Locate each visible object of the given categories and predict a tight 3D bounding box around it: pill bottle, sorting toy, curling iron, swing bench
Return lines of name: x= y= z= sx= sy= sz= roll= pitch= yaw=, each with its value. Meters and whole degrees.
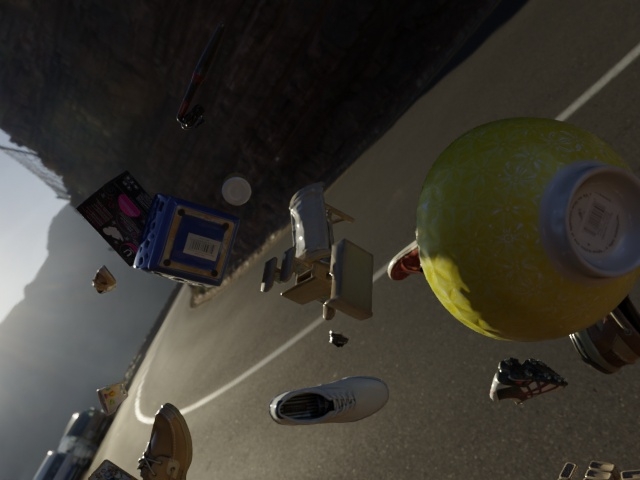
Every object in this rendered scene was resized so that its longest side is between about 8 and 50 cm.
pill bottle: x=-0.194 y=-0.122 z=1.147 sx=0.065 sy=0.065 sz=0.116 roll=-58 pitch=16 yaw=7
sorting toy: x=-0.582 y=0.435 z=1.402 sx=0.075 sy=0.083 sz=0.045 roll=-21 pitch=22 yaw=-37
curling iron: x=-0.286 y=-0.402 z=1.221 sx=0.035 sy=0.068 sz=0.273 roll=34 pitch=108 yaw=40
swing bench: x=0.000 y=0.000 z=1.548 sx=0.165 sy=0.255 sz=0.253 roll=-18 pitch=57 yaw=21

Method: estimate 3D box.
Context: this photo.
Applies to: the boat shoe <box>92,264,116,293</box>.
boat shoe: x=-0.668 y=0.128 z=1.528 sx=0.059 sy=0.063 sz=0.170 roll=-34 pitch=-10 yaw=-28

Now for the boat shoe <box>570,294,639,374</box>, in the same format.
boat shoe: x=0.507 y=0.075 z=0.911 sx=0.120 sy=0.123 sz=0.323 roll=-43 pitch=42 yaw=44

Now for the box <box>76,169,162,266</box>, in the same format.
box: x=-0.619 y=-0.072 z=1.603 sx=0.142 sy=0.247 sz=0.163 roll=-31 pitch=18 yaw=20

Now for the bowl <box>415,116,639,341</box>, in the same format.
bowl: x=0.275 y=-0.017 z=0.573 sx=0.289 sy=0.290 sz=0.156 roll=-62 pitch=12 yaw=-10

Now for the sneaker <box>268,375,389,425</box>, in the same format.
sneaker: x=0.026 y=0.339 z=1.023 sx=0.091 sy=0.259 sz=0.094 roll=135 pitch=126 yaw=-74

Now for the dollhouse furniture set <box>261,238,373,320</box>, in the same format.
dollhouse furniture set: x=0.004 y=0.125 z=1.199 sx=0.242 sy=0.212 sz=0.160 roll=-30 pitch=42 yaw=41

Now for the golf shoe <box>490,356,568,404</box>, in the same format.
golf shoe: x=0.605 y=0.416 z=1.460 sx=0.120 sy=0.273 sz=0.105 roll=-67 pitch=29 yaw=19

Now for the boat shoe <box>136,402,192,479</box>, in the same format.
boat shoe: x=-0.425 y=0.606 z=1.338 sx=0.122 sy=0.110 sz=0.340 roll=14 pitch=107 yaw=37

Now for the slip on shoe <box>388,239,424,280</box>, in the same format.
slip on shoe: x=0.315 y=0.067 z=1.575 sx=0.101 sy=0.123 sz=0.331 roll=66 pitch=151 yaw=16

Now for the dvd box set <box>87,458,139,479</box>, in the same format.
dvd box set: x=-0.292 y=0.661 z=1.070 sx=0.062 sy=0.421 sz=0.307 roll=-48 pitch=-36 yaw=-41

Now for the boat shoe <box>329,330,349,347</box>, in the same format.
boat shoe: x=0.053 y=0.285 z=1.415 sx=0.125 sy=0.046 sz=0.038 roll=62 pitch=-148 yaw=-67

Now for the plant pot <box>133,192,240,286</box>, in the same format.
plant pot: x=-0.366 y=0.005 z=1.396 sx=0.212 sy=0.236 sz=0.235 roll=4 pitch=77 yaw=62

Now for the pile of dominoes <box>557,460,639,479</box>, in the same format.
pile of dominoes: x=0.642 y=0.622 z=1.163 sx=0.251 sy=0.040 sz=0.196 roll=-33 pitch=10 yaw=-39
